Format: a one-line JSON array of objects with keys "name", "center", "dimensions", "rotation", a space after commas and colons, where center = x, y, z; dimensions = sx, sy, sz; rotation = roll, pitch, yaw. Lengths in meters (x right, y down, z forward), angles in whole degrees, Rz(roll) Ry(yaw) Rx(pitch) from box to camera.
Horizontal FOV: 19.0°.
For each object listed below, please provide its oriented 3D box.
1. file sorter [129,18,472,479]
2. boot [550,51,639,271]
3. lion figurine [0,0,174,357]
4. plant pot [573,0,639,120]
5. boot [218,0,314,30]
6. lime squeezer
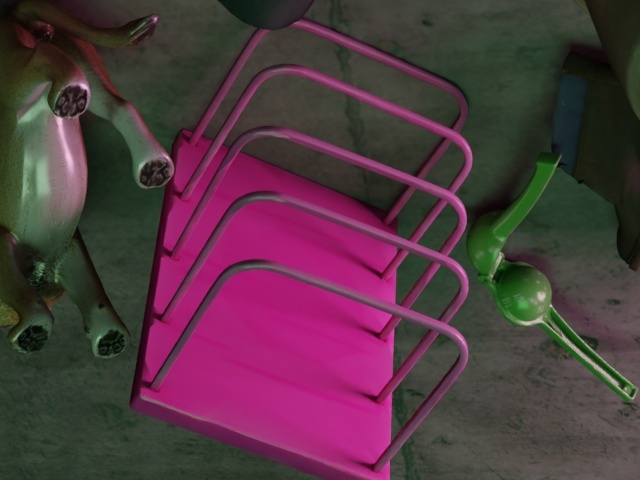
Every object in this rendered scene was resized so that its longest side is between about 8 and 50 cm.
[{"name": "file sorter", "center": [0.000, 0.000, 1.434], "dimensions": [0.202, 0.290, 0.182], "rotation": [22, 132, -16]}, {"name": "boot", "center": [0.234, -0.066, 1.510], "dimensions": [0.106, 0.082, 0.219], "rotation": [23, 144, 15]}, {"name": "lion figurine", "center": [-0.226, -0.062, 1.493], "dimensions": [0.142, 0.240, 0.392], "rotation": [0, 127, -35]}, {"name": "plant pot", "center": [0.269, -0.178, 1.257], "dimensions": [0.263, 0.229, 0.263], "rotation": [4, 138, 3]}, {"name": "boot", "center": [0.049, -0.265, 0.986], "dimensions": [0.146, 0.367, 0.445], "rotation": [26, 137, -21]}, {"name": "lime squeezer", "center": [0.185, 0.026, 1.600], "dimensions": [0.110, 0.059, 0.310], "rotation": [-4, 137, 21]}]
